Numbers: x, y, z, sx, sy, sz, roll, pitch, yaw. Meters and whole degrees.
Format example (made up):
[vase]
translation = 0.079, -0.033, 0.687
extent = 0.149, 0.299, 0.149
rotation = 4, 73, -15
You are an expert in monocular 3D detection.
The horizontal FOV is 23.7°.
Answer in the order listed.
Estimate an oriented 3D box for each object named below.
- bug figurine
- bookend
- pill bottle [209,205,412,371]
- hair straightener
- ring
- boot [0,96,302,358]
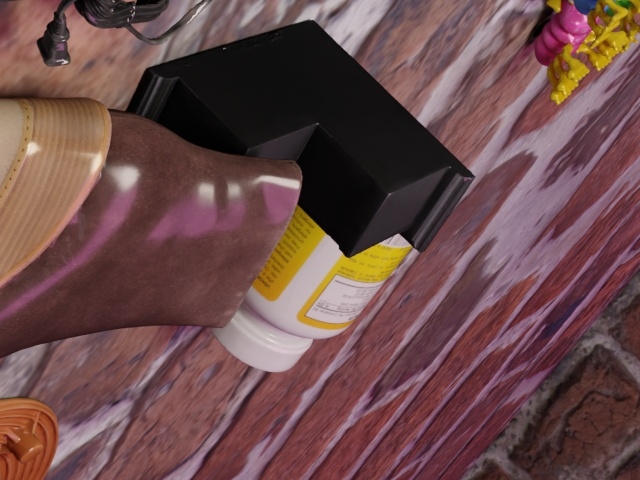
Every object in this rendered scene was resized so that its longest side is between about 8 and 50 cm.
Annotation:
[bug figurine]
translation = 0.277, -0.234, 1.323
extent = 0.279, 0.072, 0.216
rotation = -37, 169, -37
[bookend]
translation = -0.015, -0.048, 0.945
extent = 0.156, 0.157, 0.072
rotation = -26, 155, -47
[pill bottle]
translation = 0.000, 0.000, 1.161
extent = 0.117, 0.117, 0.208
rotation = -17, 148, -57
[hair straightener]
translation = -0.113, -0.130, 0.736
extent = 0.089, 0.047, 0.230
rotation = -52, 166, 25
[ring]
translation = -0.326, 0.245, 1.142
extent = 0.336, 0.032, 0.336
rotation = -39, 163, -14
[boot]
translation = -0.140, 0.039, 0.854
extent = 0.207, 0.090, 0.248
rotation = 12, 119, -35
